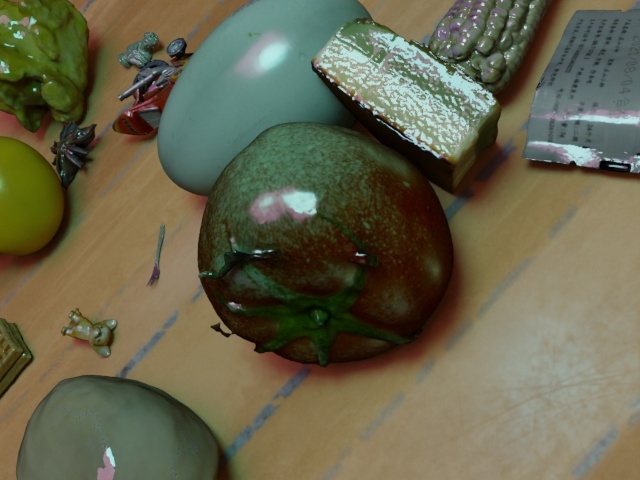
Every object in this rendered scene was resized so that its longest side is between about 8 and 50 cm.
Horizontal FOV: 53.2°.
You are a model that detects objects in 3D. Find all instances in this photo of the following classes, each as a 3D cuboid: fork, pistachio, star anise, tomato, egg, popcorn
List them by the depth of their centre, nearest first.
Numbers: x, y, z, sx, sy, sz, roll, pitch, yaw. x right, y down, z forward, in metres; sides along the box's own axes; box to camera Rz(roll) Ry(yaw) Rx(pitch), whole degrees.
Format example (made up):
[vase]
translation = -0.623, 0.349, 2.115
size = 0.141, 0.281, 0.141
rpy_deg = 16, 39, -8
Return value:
[tomato]
translation = 0.000, 0.000, 0.773
size = 0.303, 0.303, 0.239
rpy_deg = -15, 46, 21
[pistachio]
translation = -0.266, 0.272, 0.820
size = 0.226, 0.208, 0.331
rpy_deg = -25, 26, -37
[egg]
translation = -0.080, -0.204, 0.914
size = 0.371, 0.230, 0.230
rpy_deg = -38, 56, 13
[fork]
translation = -0.265, 0.024, 1.039
size = 0.016, 0.012, 0.115
rpy_deg = -7, 60, 20
[star anise]
translation = -0.459, -0.176, 1.198
size = 0.129, 0.056, 0.124
rpy_deg = -43, 57, 22
[popcorn]
translation = -0.581, -0.347, 1.238
size = 0.250, 0.235, 0.242
rpy_deg = 0, 65, 9

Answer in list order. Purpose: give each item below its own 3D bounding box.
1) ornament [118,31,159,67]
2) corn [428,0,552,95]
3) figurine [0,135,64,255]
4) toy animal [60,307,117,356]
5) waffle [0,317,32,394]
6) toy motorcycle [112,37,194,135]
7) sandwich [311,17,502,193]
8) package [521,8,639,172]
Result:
[ornament]
translation = -0.349, -0.369, 1.243
size = 0.092, 0.041, 0.068
rpy_deg = -47, 49, 12
[corn]
translation = 0.263, -0.340, 0.872
size = 0.126, 0.126, 0.335
rpy_deg = 25, 77, 33
[figurine]
translation = -0.613, -0.041, 1.153
size = 0.343, 0.215, 0.187
rpy_deg = -30, 12, 25
[toy animal]
translation = -0.364, 0.146, 1.018
size = 0.083, 0.081, 0.060
rpy_deg = 21, 67, -4
[waffle]
translation = -0.563, 0.216, 1.085
size = 0.148, 0.042, 0.102
rpy_deg = -50, 55, 0
[toy motorcycle]
translation = -0.221, -0.254, 1.093
size = 0.298, 0.089, 0.171
rpy_deg = 1, 69, 28
[sandwich]
translation = 0.112, -0.170, 0.822
size = 0.220, 0.186, 0.108
rpy_deg = 39, 92, 14
[package]
translation = 0.378, -0.196, 0.777
size = 0.204, 0.062, 0.251
rpy_deg = 13, 71, 30
